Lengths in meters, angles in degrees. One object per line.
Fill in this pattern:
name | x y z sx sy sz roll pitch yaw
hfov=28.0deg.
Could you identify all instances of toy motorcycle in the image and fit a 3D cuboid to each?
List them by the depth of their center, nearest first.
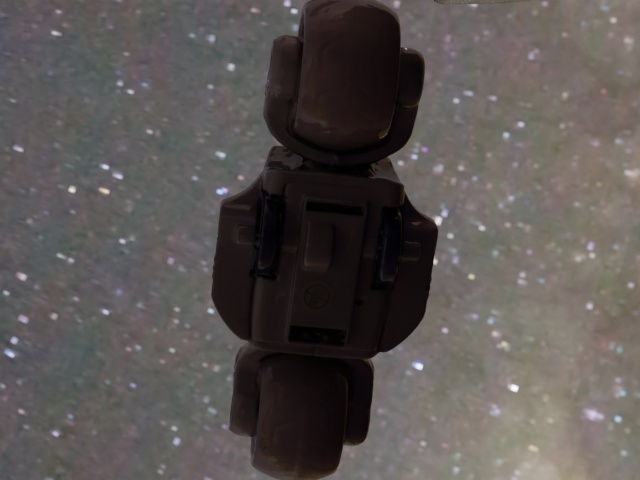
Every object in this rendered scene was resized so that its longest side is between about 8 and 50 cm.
toy motorcycle | 0.000 0.000 0.649 0.112 0.112 0.254 -15 -59 -45

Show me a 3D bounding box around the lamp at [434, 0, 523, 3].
lamp | 0.089 -0.203 0.557 0.161 0.161 0.185 -7 -89 -47
